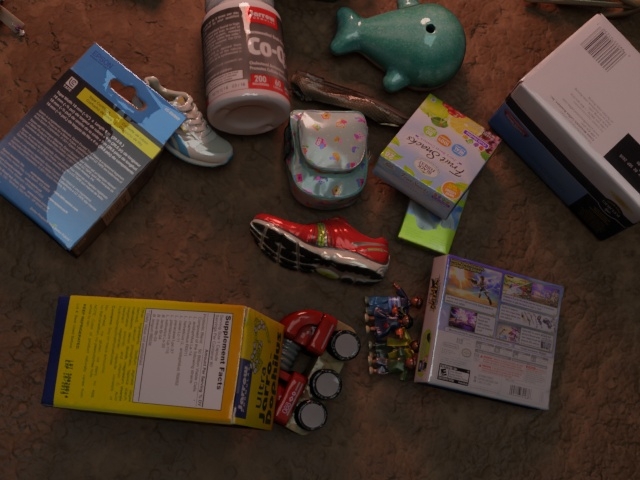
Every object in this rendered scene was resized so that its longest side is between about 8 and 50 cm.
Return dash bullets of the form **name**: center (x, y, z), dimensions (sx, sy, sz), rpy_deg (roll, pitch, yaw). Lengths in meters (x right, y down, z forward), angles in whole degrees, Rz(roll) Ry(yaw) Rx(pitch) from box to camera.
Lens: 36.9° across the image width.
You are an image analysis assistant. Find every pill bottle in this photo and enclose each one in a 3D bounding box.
- **pill bottle**: center (-0.148, -0.363, 1.864), dimensions (0.161, 0.161, 0.283), rpy_deg (-4, 70, -7)

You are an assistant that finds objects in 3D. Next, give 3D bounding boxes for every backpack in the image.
- **backpack**: center (0.015, -0.158, 1.859), dimensions (0.166, 0.144, 0.188), rpy_deg (1, 81, -11)

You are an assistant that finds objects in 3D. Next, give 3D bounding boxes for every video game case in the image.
- **video game case**: center (0.323, 0.177, 1.823), dimensions (0.270, 0.061, 0.244), rpy_deg (16, 77, -21)

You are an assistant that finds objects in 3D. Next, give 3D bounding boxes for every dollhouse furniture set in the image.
- **dollhouse furniture set**: center (-0.649, -0.419, 1.912), dimensions (0.114, 0.091, 0.081), rpy_deg (-41, 127, 9)

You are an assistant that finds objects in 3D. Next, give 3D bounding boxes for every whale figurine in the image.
- **whale figurine**: center (0.159, -0.406, 1.924), dimensions (0.272, 0.141, 0.216), rpy_deg (13, 77, -2)

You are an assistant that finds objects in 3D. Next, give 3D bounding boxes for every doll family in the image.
- **doll family**: center (0.145, 0.174, 1.834), dimensions (0.111, 0.076, 0.192), rpy_deg (-6, 81, 8)

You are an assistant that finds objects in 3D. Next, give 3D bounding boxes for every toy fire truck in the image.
- **toy fire truck**: center (-0.085, 0.215, 1.780), dimensions (0.246, 0.158, 0.217), rpy_deg (29, 77, -10)

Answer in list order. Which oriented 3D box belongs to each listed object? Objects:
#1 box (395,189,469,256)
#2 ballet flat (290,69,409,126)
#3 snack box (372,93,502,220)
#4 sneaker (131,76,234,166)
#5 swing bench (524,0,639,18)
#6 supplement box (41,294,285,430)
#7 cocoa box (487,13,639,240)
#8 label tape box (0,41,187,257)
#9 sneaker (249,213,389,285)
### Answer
- **box**: center (0.228, -0.066, 1.911), dimensions (0.109, 0.042, 0.178), rpy_deg (20, 78, -2)
- **ballet flat**: center (0.056, -0.274, 1.926), dimensions (0.250, 0.084, 0.058), rpy_deg (21, 102, 0)
- **snack box**: center (0.230, -0.165, 1.879), dimensions (0.174, 0.070, 0.207), rpy_deg (33, 58, 7)
- **sneaker**: center (-0.265, -0.225, 1.855), dimensions (0.229, 0.092, 0.087), rpy_deg (32, 37, 0)
- **swing bench**: center (0.580, -0.619, 2.007), dimensions (0.255, 0.165, 0.253), rpy_deg (10, 77, -9)
- **supplement box**: center (-0.266, 0.213, 1.664), dimensions (0.357, 0.195, 0.194), rpy_deg (3, 77, 18)
- **cocoa box**: center (0.546, -0.213, 1.878), dimensions (0.231, 0.228, 0.347), rpy_deg (-42, 85, -13)
- **label tape box**: center (-0.446, -0.169, 1.826), dimensions (0.241, 0.106, 0.333), rpy_deg (40, 79, 4)
- **sneaker**: center (0.000, 0.000, 1.860), dimensions (0.279, 0.107, 0.118), rpy_deg (19, 58, -5)
